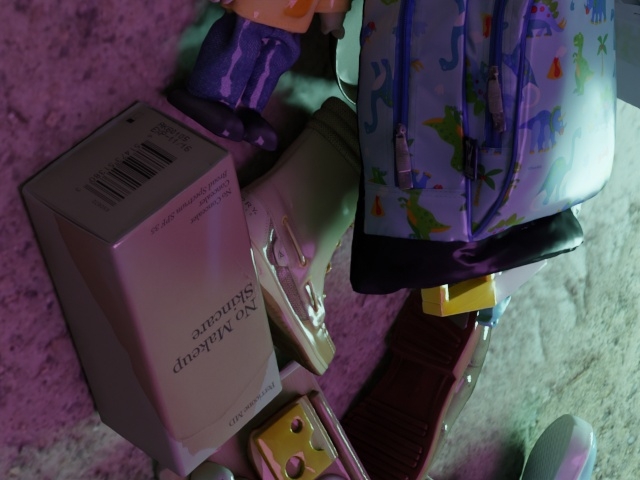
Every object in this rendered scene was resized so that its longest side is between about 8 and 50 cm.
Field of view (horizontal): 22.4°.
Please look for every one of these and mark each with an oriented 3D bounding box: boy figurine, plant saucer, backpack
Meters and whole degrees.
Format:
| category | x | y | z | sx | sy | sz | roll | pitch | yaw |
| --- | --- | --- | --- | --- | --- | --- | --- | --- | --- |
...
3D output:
| category | x | y | z | sx | sy | sz | roll | pitch | yaw |
| --- | --- | --- | --- | --- | --- | --- | --- | --- | --- |
| boy figurine | -0.023 | -0.223 | 1.419 | 0.177 | 0.092 | 0.285 | 17 | 104 | -53 |
| plant saucer | 0.063 | -0.212 | 1.592 | 0.168 | 0.029 | 0.168 | -32 | 136 | -36 |
| backpack | 0.154 | -0.149 | 1.508 | 0.290 | 0.273 | 0.355 | -12 | 92 | -51 |

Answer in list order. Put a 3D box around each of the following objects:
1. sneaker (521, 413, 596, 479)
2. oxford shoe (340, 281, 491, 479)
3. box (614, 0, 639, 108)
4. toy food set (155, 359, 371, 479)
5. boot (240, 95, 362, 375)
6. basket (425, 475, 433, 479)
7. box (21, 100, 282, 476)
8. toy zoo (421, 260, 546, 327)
| category | x | y | z | sx | sy | sz | roll | pitch | yaw |
| --- | --- | --- | --- | --- | --- | --- | --- | --- | --- |
| sneaker | 0.358 | 0.395 | 2.307 | 0.135 | 0.150 | 0.366 | -87 | -172 | -51 |
| oxford shoe | 0.116 | 0.214 | 1.908 | 0.348 | 0.123 | 0.130 | -61 | 149 | 3 |
| box | 0.381 | -0.263 | 1.759 | 0.127 | 0.262 | 0.231 | -9 | 123 | -49 |
| toy food set | -0.015 | 0.292 | 1.723 | 0.220 | 0.092 | 0.306 | -37 | 109 | -29 |
| boot | 0.000 | 0.000 | 1.618 | 0.203 | 0.095 | 0.262 | -49 | 139 | -17 |
| basket | 0.076 | 0.357 | 1.981 | 0.167 | 0.103 | 0.113 | -41 | 143 | -27 |
| box | -0.142 | 0.049 | 1.444 | 0.148 | 0.121 | 0.311 | -41 | 142 | -26 |
| toy zoo | 0.175 | -0.041 | 1.787 | 0.192 | 0.030 | 0.293 | -22 | 113 | -42 |
